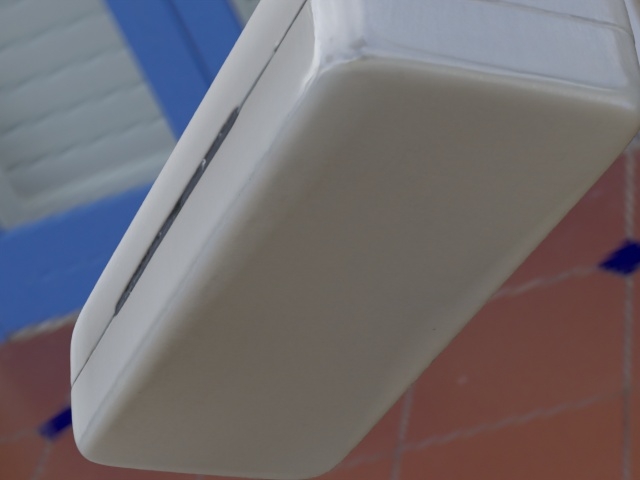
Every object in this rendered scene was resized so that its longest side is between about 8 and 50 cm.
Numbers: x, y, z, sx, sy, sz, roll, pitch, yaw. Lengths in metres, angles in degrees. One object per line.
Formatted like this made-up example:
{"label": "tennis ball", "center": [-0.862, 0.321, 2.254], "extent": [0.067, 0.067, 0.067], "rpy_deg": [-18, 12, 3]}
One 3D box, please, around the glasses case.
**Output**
{"label": "glasses case", "center": [0.000, 0.000, 0.798], "extent": [0.336, 0.144, 0.076], "rpy_deg": [128, 143, -49]}
